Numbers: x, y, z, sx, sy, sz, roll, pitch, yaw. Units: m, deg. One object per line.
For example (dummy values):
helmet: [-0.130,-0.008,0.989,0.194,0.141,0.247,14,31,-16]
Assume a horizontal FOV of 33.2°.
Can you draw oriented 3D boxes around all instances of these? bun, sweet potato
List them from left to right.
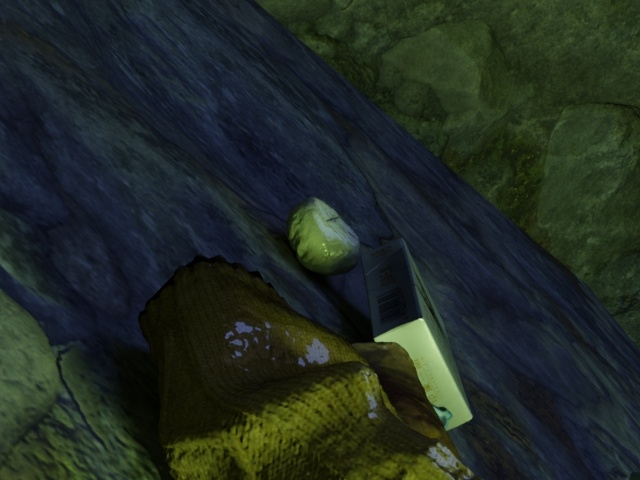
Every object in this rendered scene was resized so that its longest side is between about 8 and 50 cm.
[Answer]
bun: [0.000,0.000,1.368,0.115,0.069,0.115,45,13,-14]
sweet potato: [0.064,0.207,0.866,0.131,0.131,0.336,38,15,-29]

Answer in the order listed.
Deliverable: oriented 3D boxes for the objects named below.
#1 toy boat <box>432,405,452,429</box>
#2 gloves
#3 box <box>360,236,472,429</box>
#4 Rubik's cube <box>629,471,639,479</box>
toy boat: [0.088,0.181,1.129,0.173,0.059,0.069,27,23,-52]
gloves: [-0.009,0.149,0.743,0.356,0.155,0.203,38,-3,45]
box: [0.111,0.110,1.292,0.233,0.067,0.149,-94,161,-67]
Rubik's cube: [0.500,0.392,1.402,0.224,0.213,0.265,47,11,9]
